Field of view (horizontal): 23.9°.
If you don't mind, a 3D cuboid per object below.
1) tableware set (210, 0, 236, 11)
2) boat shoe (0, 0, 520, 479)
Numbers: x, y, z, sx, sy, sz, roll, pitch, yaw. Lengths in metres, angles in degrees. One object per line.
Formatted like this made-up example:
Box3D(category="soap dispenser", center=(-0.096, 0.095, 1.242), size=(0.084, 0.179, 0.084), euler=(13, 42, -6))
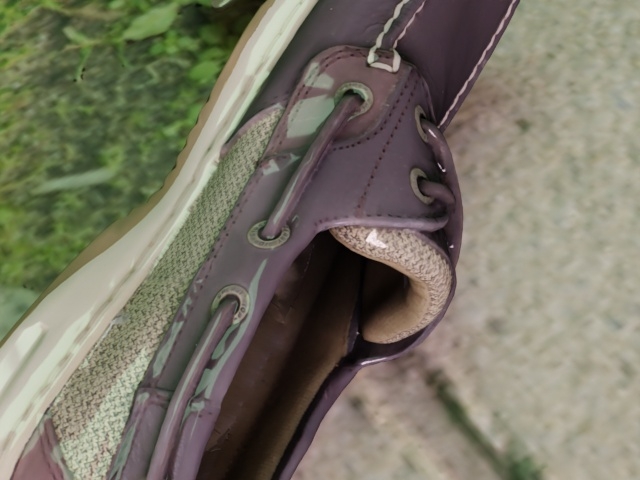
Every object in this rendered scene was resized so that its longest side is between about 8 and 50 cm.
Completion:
Box3D(category="tableware set", center=(-0.027, -0.160, 0.641), size=(0.141, 0.020, 0.168), euler=(-39, 53, -12))
Box3D(category="boat shoe", center=(0.000, 0.000, 0.470), size=(0.092, 0.103, 0.285), euler=(23, 60, 27))
